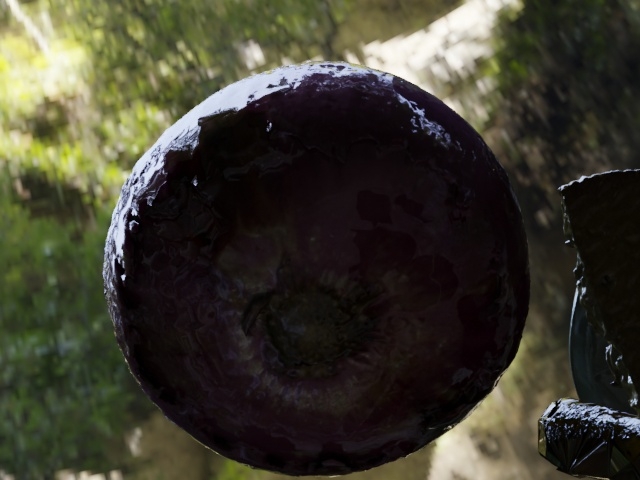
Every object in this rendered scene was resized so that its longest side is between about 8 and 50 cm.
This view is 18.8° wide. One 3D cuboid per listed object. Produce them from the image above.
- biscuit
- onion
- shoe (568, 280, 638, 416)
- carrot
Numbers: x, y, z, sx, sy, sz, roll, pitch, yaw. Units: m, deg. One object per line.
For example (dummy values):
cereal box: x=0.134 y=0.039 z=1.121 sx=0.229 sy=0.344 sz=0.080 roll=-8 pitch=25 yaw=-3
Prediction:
biscuit: x=0.225 y=0.046 z=1.153 sx=0.126 sy=0.206 sz=0.025 roll=-19 pitch=-11 yaw=-5
onion: x=-0.003 y=0.027 z=1.646 sx=0.358 sy=0.345 sz=0.358 roll=0 pitch=-90 yaw=-3
shoe: x=0.293 y=0.118 z=1.790 sx=0.100 sy=0.103 sz=0.251 roll=5 pitch=-45 yaw=25
carrot: x=0.245 y=0.168 z=1.553 sx=0.069 sy=0.229 sz=0.069 roll=-1 pitch=-88 yaw=-24
